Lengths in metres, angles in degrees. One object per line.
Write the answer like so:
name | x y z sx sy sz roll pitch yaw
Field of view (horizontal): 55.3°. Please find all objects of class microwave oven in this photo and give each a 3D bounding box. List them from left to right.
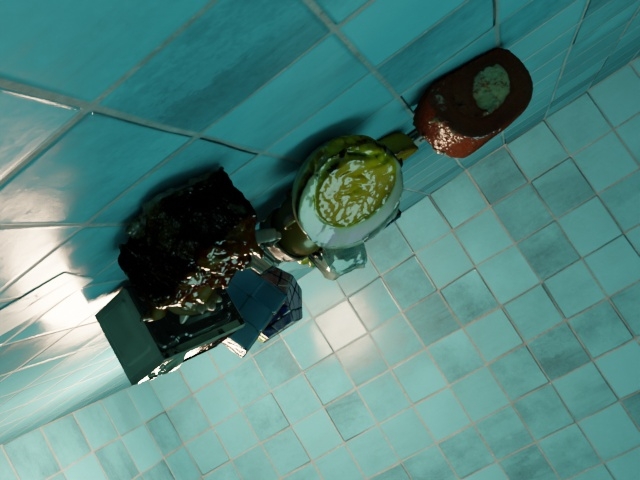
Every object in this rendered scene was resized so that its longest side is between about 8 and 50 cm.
microwave oven | -0.375 0.200 1.569 0.181 0.237 0.295 -37 169 34

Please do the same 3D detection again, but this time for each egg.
egg | 0.035 -0.128 1.367 0.286 0.174 0.264 13 113 -45

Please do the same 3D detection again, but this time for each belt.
belt | 0.023 -0.003 1.802 0.150 0.257 0.207 -30 146 -17

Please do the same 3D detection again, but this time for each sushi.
sushi | -0.255 0.023 1.129 0.196 0.182 0.343 -16 161 -41

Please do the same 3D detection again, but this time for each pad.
pad | -0.571 0.129 1.203 0.232 0.004 0.156 -31 172 -5

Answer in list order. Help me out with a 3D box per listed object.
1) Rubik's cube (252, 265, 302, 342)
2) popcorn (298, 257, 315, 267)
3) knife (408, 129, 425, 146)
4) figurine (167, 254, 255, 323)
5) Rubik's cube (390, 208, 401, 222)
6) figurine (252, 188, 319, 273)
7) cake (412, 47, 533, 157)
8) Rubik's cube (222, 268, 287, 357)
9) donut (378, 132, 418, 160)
Rubik's cube | -0.220 0.248 2.427 0.319 0.319 0.264 -31 -160 -4
popcorn | 0.000 0.000 2.025 0.221 0.183 0.204 -9 164 -37
knife | 0.202 -0.244 1.774 0.266 0.040 0.073 -34 165 17
figurine | -0.288 0.082 1.389 0.247 0.177 0.173 -23 -160 47
Rubik's cube | 0.153 -0.094 2.098 0.161 0.163 0.162 -29 170 -23
figurine | -0.070 -0.034 1.564 0.285 0.167 0.342 -28 -161 38
cake | 0.360 -0.313 1.428 0.283 0.177 0.151 -31 173 -17
Rubik's cube | -0.269 0.219 1.982 0.224 0.231 0.221 -54 179 -19
donut | 0.181 -0.236 1.660 0.162 0.065 0.178 -29 175 20
